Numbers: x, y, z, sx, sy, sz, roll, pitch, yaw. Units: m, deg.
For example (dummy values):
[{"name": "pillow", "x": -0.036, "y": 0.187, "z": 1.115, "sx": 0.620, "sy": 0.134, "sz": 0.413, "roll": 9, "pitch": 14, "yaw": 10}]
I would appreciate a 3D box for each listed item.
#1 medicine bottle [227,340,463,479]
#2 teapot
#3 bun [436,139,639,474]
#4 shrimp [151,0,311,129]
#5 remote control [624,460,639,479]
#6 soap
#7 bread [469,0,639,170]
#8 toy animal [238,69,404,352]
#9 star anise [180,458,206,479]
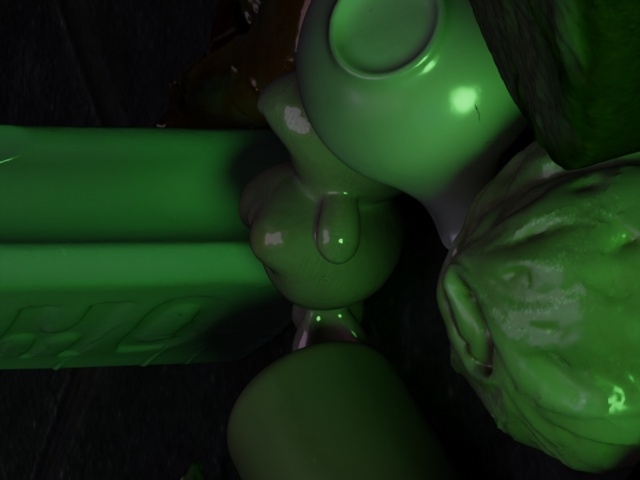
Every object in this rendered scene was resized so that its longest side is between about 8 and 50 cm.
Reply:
[{"name": "medicine bottle", "x": 0.040, "y": 0.175, "z": 1.083, "sx": 0.252, "sy": 0.114, "sz": 0.114, "roll": 58, "pitch": 140, "yaw": 42}, {"name": "teapot", "x": 0.053, "y": -0.112, "z": 1.037, "sx": 0.145, "sy": 0.092, "sz": 0.226, "roll": -9, "pitch": 70, "yaw": 22}, {"name": "bun", "x": 0.114, "y": 0.025, "z": 0.941, "sx": 0.183, "sy": 0.102, "sz": 0.183, "roll": -5, "pitch": 84, "yaw": 62}, {"name": "shrimp", "x": -0.058, "y": -0.138, "z": 1.324, "sx": 0.287, "sy": 0.063, "sz": 0.152, "roll": -29, "pitch": 63, "yaw": 57}, {"name": "remote control", "x": 0.140, "y": 0.180, "z": 0.924, "sx": 0.042, "sy": 0.072, "sz": 0.222, "roll": -91, "pitch": 22, "yaw": -56}, {"name": "soap", "x": -0.184, "y": 0.008, "z": 1.268, "sx": 0.208, "sy": 0.347, "sz": 0.115, "roll": -41, "pitch": 54, "yaw": 57}, {"name": "bread", "x": 0.094, "y": -0.213, "z": 0.783, "sx": 0.382, "sy": 0.129, "sz": 0.366, "roll": -111, "pitch": 4, "yaw": -64}, {"name": "toy animal", "x": -0.002, "y": -0.001, "z": 1.159, "sx": 0.124, "sy": 0.124, "sz": 0.212, "roll": 53, "pitch": 133, "yaw": 50}, {"name": "star anise", "x": -0.085, "y": 0.253, "z": 1.396, "sx": 0.182, "sy": 0.065, "sz": 0.195, "roll": -40, "pitch": 52, "yaw": 56}]
